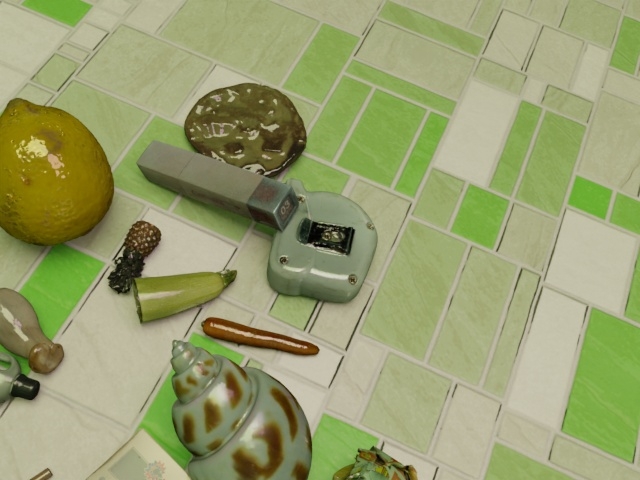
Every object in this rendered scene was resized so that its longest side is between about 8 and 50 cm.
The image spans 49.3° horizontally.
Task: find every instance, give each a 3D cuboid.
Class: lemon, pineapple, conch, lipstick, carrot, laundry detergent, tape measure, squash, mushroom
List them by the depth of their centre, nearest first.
[{"bbox_3d":[-0.147,0.338,1.235,0.368,0.197,0.249,34,37,-2],"label":"conch"},{"bbox_3d":[-0.524,0.440,1.242,0.094,0.019,0.019,-33,70,-23],"label":"lipstick"},{"bbox_3d":[-0.636,0.248,1.305,0.226,0.070,0.099,16,55,2],"label":"laundry detergent"},{"bbox_3d":[-0.581,0.167,1.343,0.212,0.097,0.088,44,53,16],"label":"mushroom"},{"bbox_3d":[-0.557,-0.134,1.408,0.258,0.310,0.258,-8,26,4],"label":"lemon"},{"bbox_3d":[-0.122,0.199,1.423,0.248,0.043,0.043,13,60,-2],"label":"carrot"},{"bbox_3d":[-0.275,0.098,1.440,0.225,0.094,0.094,-15,64,-23],"label":"squash"},{"bbox_3d":[-0.394,0.036,1.463,0.074,0.074,0.159,21,67,4],"label":"pineapple"},{"bbox_3d":[-0.001,0.000,1.503,0.246,0.125,0.243,10,60,-2],"label":"tape measure"},{"bbox_3d":[-0.226,-0.123,1.505,0.372,0.076,0.079,20,66,24],"label":"lipstick"}]

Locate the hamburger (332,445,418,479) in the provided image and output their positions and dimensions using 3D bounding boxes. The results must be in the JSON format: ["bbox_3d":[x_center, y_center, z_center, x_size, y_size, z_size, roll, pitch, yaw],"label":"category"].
[{"bbox_3d":[0.090,0.470,1.218,0.235,0.125,0.214,13,47,-47],"label":"hamburger"}]

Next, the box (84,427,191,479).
[{"bbox_3d":[-0.332,0.466,1.214,0.168,0.095,0.212,42,64,12],"label":"box"}]

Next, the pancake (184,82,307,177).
[{"bbox_3d":[-0.170,-0.263,1.671,0.295,0.049,0.294,2,59,-3],"label":"pancake"}]
